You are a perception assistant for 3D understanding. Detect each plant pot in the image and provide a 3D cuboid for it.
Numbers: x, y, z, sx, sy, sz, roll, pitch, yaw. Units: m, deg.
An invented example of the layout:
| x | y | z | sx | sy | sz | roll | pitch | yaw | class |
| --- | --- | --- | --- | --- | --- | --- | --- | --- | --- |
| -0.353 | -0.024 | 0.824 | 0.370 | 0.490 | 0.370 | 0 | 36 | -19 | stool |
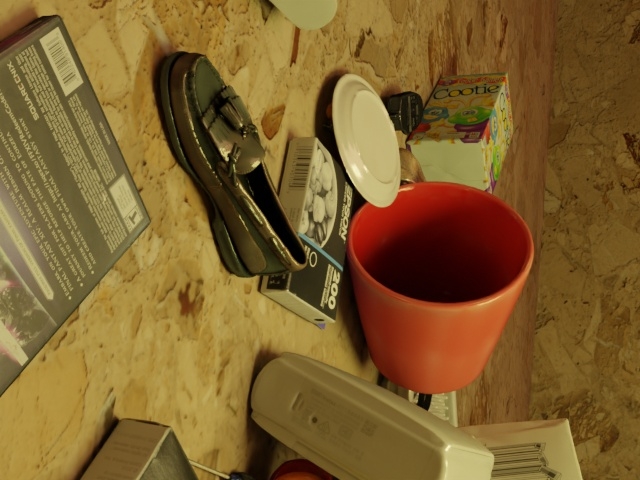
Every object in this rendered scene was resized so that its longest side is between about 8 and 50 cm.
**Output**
| x | y | z | sx | sy | sz | roll | pitch | yaw | class |
| --- | --- | --- | --- | --- | --- | --- | --- | --- | --- |
| 0.173 | 0.084 | 1.157 | 0.275 | 0.275 | 0.243 | -62 | 157 | -44 | plant pot |

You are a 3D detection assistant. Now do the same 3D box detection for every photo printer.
| x | y | z | sx | sy | sz | roll | pitch | yaw | class |
| --- | --- | --- | --- | --- | --- | --- | --- | --- | --- |
| 0.082 | 0.252 | 0.969 | 0.107 | 0.256 | 0.307 | -63 | 151 | -6 | photo printer |

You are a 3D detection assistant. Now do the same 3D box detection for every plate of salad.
| x | y | z | sx | sy | sz | roll | pitch | yaw | class |
| --- | --- | --- | --- | --- | --- | --- | --- | --- | --- |
| 0.062 | -0.143 | 1.104 | 0.200 | 0.048 | 0.199 | 32 | 51 | -51 | plate of salad |

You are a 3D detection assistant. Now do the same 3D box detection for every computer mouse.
| x | y | z | sx | sy | sz | roll | pitch | yaw | class |
| --- | --- | --- | --- | --- | --- | --- | --- | --- | --- |
| 0.106 | -0.202 | 1.246 | 0.242 | 0.041 | 0.071 | -26 | 118 | -55 | computer mouse |

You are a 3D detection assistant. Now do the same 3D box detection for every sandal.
| x | y | z | sx | sy | sz | roll | pitch | yaw | class |
| --- | --- | --- | --- | --- | --- | --- | --- | --- | --- |
| 0.200 | 0.207 | 1.297 | 0.067 | 0.040 | 0.179 | 39 | 58 | -61 | sandal |

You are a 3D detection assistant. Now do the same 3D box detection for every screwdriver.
| x | y | z | sx | sy | sz | roll | pitch | yaw | class |
| --- | --- | --- | --- | --- | --- | --- | --- | --- | --- |
| -0.108 | 0.258 | 0.826 | 0.170 | 0.024 | 0.025 | 45 | 23 | -56 | screwdriver |

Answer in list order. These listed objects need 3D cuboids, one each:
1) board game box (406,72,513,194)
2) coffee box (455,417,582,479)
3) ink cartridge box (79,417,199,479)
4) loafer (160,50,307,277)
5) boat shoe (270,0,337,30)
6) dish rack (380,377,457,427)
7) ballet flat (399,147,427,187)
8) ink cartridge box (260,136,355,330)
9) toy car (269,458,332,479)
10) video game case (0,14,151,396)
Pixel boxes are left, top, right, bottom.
| x | y | z | sx | sy | sz | roll | pitch | yaw | class |
| --- | --- | --- | --- | --- | --- | --- | --- | --- | --- |
| 0.282 | -0.205 | 1.493 | 0.275 | 0.145 | 0.142 | -60 | 143 | -47 | board game box |
| 0.229 | 0.506 | 1.113 | 0.337 | 0.339 | 0.334 | -84 | 162 | -51 | coffee box |
| -0.170 | 0.368 | 0.644 | 0.307 | 0.072 | 0.303 | -62 | 146 | -47 | ink cartridge box |
| -0.078 | -0.073 | 0.783 | 0.096 | 0.084 | 0.267 | -62 | 145 | -44 | loafer |
| -0.058 | -0.315 | 0.836 | 0.219 | 0.078 | 0.070 | 36 | 25 | -57 | boat shoe |
| 0.186 | 0.326 | 1.416 | 0.285 | 0.073 | 0.332 | -43 | 130 | -58 | dish rack |
| 0.172 | -0.047 | 1.321 | 0.316 | 0.108 | 0.106 | 61 | 32 | -51 | ballet flat |
| 0.000 | 0.000 | 1.012 | 0.208 | 0.045 | 0.206 | 42 | 54 | -61 | ink cartridge box |
| -0.013 | 0.338 | 0.917 | 0.182 | 0.159 | 0.136 | 67 | -1 | -49 | toy car |
| -0.229 | -0.011 | 0.531 | 0.274 | 0.026 | 0.196 | -59 | 143 | -45 | video game case |
